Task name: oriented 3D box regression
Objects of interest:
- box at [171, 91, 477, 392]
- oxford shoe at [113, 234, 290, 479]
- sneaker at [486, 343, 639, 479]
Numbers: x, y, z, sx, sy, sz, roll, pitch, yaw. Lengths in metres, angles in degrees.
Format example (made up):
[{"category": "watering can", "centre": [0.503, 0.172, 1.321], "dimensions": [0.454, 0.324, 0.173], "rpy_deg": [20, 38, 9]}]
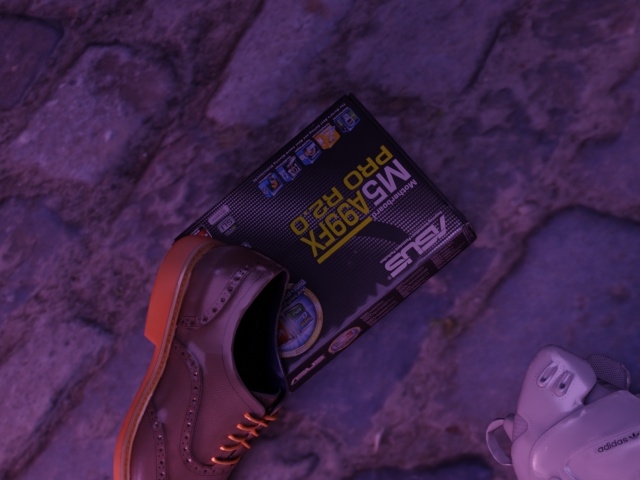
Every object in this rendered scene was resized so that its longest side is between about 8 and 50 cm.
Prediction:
[{"category": "box", "centre": [0.000, 0.000, 1.034], "dimensions": [0.270, 0.060, 0.216], "rpy_deg": [-40, 65, 3]}, {"category": "oxford shoe", "centre": [-0.113, 0.182, 0.942], "dimensions": [0.133, 0.130, 0.363], "rpy_deg": [11, 96, 29]}, {"category": "sneaker", "centre": [0.307, 0.148, 0.806], "dimensions": [0.366, 0.137, 0.210], "rpy_deg": [-46, 56, 22]}]
